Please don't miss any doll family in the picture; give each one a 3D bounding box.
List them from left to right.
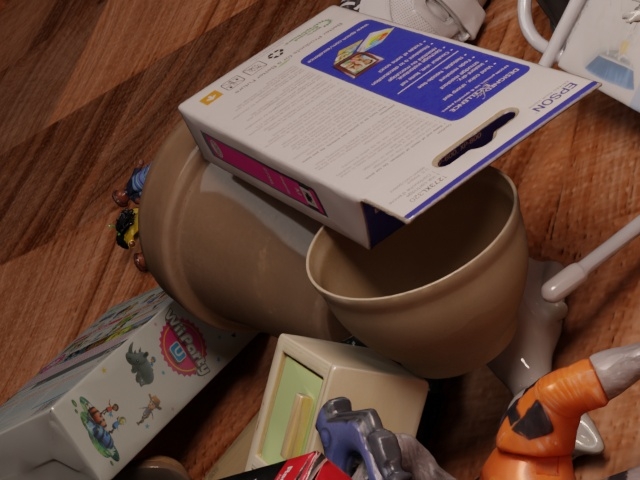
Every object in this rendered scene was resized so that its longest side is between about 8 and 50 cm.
[{"bbox_3d":[-0.228,-0.039,1.838,0.111,0.076,0.193,-42,24,29],"label":"doll family"}]

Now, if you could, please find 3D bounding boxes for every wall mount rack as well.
[{"bbox_3d":[0.219,-0.124,1.110,0.350,0.130,0.304,41,111,46],"label":"wall mount rack"}]

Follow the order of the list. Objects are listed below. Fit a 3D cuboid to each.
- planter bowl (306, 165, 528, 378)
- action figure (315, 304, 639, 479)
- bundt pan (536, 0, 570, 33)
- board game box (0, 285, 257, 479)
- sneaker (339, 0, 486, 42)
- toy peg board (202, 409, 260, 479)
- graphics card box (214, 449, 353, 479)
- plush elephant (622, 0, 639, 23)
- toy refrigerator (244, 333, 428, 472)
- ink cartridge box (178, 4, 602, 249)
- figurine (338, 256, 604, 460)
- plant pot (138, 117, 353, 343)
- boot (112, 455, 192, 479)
[{"bbox_3d":[0.085,0.032,1.028,0.162,0.109,0.162,-20,31,12],"label":"planter bowl"},{"bbox_3d":[0.142,0.236,0.914,0.330,0.179,0.341,-36,60,41],"label":"action figure"},{"bbox_3d":[0.307,-0.334,1.299,0.331,0.124,0.330,-37,32,28],"label":"bundt pan"},{"bbox_3d":[-0.217,0.151,1.442,0.224,0.097,0.303,-25,14,43],"label":"board game box"},{"bbox_3d":[0.147,-0.302,1.488,0.210,0.137,0.365,-32,31,40],"label":"sneaker"},{"bbox_3d":[-0.024,0.205,1.249,0.161,0.079,0.160,-50,12,3],"label":"toy peg board"},{"bbox_3d":[-0.125,0.285,0.933,0.371,0.094,0.232,-25,30,47],"label":"graphics card box"},{"bbox_3d":[0.379,-0.139,0.855,0.330,0.255,0.271,-15,54,39],"label":"plush elephant"},{"bbox_3d":[-0.012,0.217,1.071,0.102,0.094,0.269,25,101,62],"label":"toy refrigerator"},{"bbox_3d":[0.043,-0.091,1.080,0.176,0.069,0.371,-35,29,-16],"label":"ink cartridge box"},{"bbox_3d":[0.118,0.133,1.098,0.215,0.092,0.209,-37,39,25],"label":"figurine"},{"bbox_3d":[0.000,0.000,1.285,0.263,0.263,0.229,-53,44,-1],"label":"plant pot"},{"bbox_3d":[-0.237,0.284,1.441,0.305,0.112,0.115,-37,20,31],"label":"boot"}]
